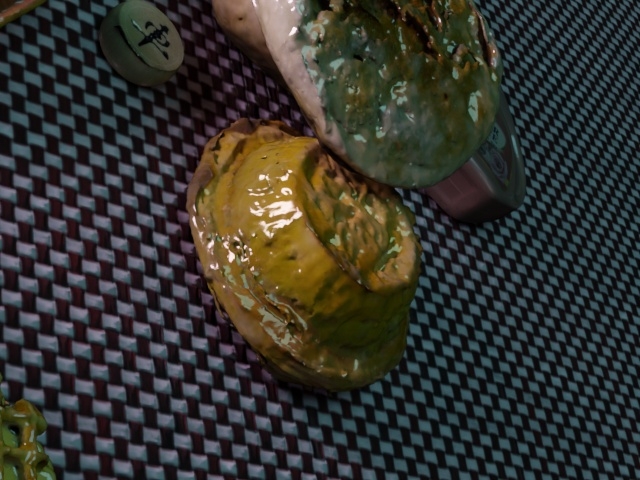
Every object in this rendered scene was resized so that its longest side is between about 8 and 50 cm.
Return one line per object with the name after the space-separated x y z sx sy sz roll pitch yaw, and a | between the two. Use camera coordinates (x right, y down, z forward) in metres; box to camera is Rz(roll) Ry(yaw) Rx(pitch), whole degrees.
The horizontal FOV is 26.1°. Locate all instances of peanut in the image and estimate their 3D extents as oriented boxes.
-0.008 -0.215 1.409 0.224 0.129 0.129 36 41 -29 | peanut

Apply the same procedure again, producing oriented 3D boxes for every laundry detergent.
0.183 -0.120 1.610 0.171 0.076 0.237 49 35 -14 | laundry detergent

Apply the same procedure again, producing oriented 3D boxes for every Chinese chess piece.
-0.165 -0.184 1.282 0.084 0.034 0.084 30 43 -34 | Chinese chess piece

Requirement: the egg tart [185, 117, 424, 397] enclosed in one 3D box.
0.000 0.000 1.279 0.288 0.118 0.288 29 41 -29 | egg tart

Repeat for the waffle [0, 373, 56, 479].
-0.238 0.176 0.924 0.161 0.046 0.192 49 37 -16 | waffle

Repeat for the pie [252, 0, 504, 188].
0.057 -0.208 1.316 0.339 0.077 0.339 23 56 -39 | pie

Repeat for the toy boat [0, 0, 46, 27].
-0.276 -0.231 1.145 0.141 0.099 0.318 26 38 4 | toy boat
